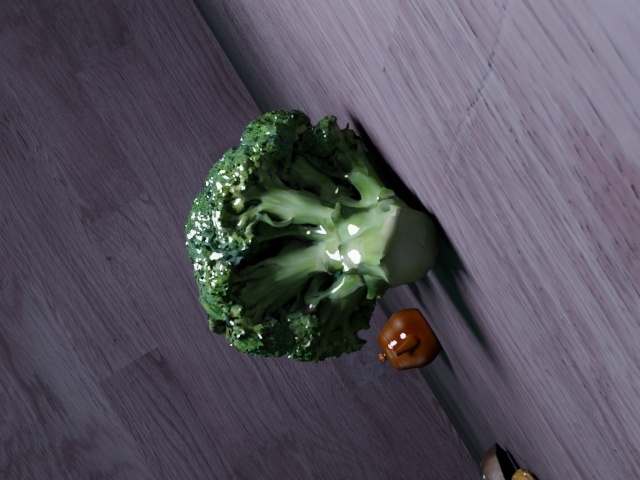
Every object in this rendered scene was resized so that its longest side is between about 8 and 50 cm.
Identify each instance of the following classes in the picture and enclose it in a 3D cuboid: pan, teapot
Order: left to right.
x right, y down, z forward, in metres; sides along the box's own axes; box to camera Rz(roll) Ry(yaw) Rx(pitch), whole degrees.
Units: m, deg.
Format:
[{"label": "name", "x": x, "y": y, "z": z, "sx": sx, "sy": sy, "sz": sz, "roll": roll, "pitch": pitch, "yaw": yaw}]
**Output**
[{"label": "teapot", "x": 0.151, "y": 0.187, "z": 1.585, "sx": 0.116, "sy": 0.116, "sz": 0.173, "roll": 59, "pitch": 180, "yaw": 2}, {"label": "pan", "x": 0.303, "y": 0.420, "z": 1.447, "sx": 0.128, "sy": 0.048, "sz": 0.202, "roll": 60, "pitch": -167, "yaw": -1}]

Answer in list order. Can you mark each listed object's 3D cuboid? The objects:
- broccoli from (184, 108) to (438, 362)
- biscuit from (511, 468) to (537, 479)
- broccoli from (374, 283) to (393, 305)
[{"label": "broccoli", "x": 0.000, "y": 0.000, "z": 0.893, "sx": 0.270, "sy": 0.270, "sz": 0.270, "roll": 6, "pitch": 136, "yaw": 48}, {"label": "biscuit", "x": 0.353, "y": 0.443, "z": 1.314, "sx": 0.225, "sy": 0.042, "sz": 0.226, "roll": 57, "pitch": 179, "yaw": 1}, {"label": "broccoli", "x": 0.073, "y": 0.045, "z": 1.367, "sx": 0.120, "sy": 0.130, "sz": 0.131, "roll": 15, "pitch": -170, "yaw": -35}]
